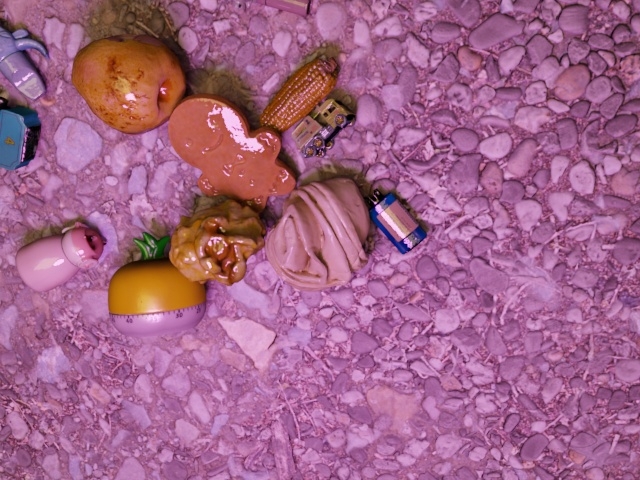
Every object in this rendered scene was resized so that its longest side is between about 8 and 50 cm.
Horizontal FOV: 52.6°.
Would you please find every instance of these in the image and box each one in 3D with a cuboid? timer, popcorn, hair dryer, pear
[{"bbox_3d":[-0.445,0.108,1.753,0.285,0.285,0.285,3,106,11],"label":"timer"},{"bbox_3d":[-0.267,0.002,1.672,0.256,0.255,0.194,-25,121,-18],"label":"popcorn"},{"bbox_3d":[-0.091,-0.674,1.565,0.195,0.053,0.220,19,102,7],"label":"hair dryer"},{"bbox_3d":[-0.476,-0.398,1.611,0.271,0.271,0.271,3,106,11],"label":"pear"}]

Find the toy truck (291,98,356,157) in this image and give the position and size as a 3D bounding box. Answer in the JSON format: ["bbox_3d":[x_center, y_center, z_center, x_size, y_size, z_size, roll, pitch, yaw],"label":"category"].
[{"bbox_3d":[0.001,-0.287,1.639,0.169,0.077,0.100,-45,80,23],"label":"toy truck"}]

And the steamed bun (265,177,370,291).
[{"bbox_3d":[-0.001,-0.003,1.649,0.289,0.203,0.276,-29,102,16],"label":"steamed bun"}]

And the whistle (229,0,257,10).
[{"bbox_3d":[-0.170,-0.660,1.506,0.092,0.110,0.244,24,107,43],"label":"whistle"}]

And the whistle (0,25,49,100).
[{"bbox_3d":[-0.846,-0.498,1.745,0.186,0.093,0.274,-39,99,-7],"label":"whistle"}]

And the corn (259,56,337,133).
[{"bbox_3d":[-0.055,-0.357,1.619,0.262,0.097,0.097,-42,94,22],"label":"corn"}]

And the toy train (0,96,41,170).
[{"bbox_3d":[-0.870,-0.294,1.803,0.155,0.107,0.197,19,109,-2],"label":"toy train"}]

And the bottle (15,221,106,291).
[{"bbox_3d":[-0.728,0.041,1.851,0.237,0.147,0.147,-24,100,9],"label":"bottle"}]

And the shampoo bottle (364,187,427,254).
[{"bbox_3d":[0.187,-0.056,1.677,0.087,0.050,0.183,-40,95,22],"label":"shampoo bottle"}]

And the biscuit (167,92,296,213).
[{"bbox_3d":[-0.230,-0.218,1.652,0.275,0.052,0.355,-29,119,26],"label":"biscuit"}]
